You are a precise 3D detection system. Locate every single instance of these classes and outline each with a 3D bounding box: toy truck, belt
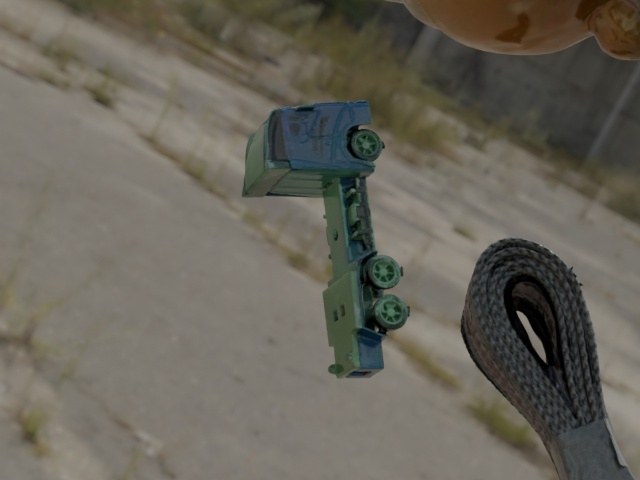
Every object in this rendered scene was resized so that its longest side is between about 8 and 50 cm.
[{"bbox_3d":[0.000,0.000,1.122,0.081,0.175,0.067,-1,-16,-21],"label":"toy truck"},{"bbox_3d":[0.206,0.167,1.383,0.094,0.126,0.359,61,9,-71],"label":"belt"}]

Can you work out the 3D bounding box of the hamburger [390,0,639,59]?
[{"bbox_3d":[0.147,-0.257,1.263,0.276,0.276,0.237,21,18,-43],"label":"hamburger"}]
